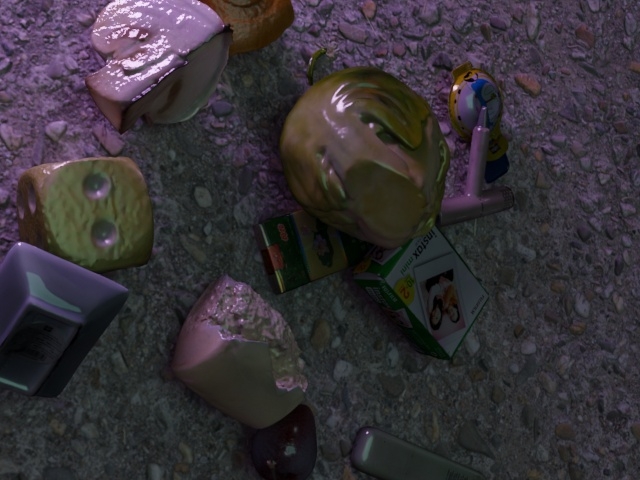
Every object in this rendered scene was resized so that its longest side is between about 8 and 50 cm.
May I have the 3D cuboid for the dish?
[{"bbox_3d":[-0.410,0.140,1.363,0.182,0.080,0.243,27,115,-24],"label":"dish"}]

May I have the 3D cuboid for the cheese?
[{"bbox_3d":[0.328,-0.241,1.921,0.157,0.064,0.250,-34,113,-27],"label":"cheese"}]

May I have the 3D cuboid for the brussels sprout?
[{"bbox_3d":[0.087,-0.153,1.629,0.344,0.344,0.268,-3,127,-30],"label":"brussels sprout"}]

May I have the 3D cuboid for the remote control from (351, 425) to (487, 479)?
[{"bbox_3d":[0.191,0.435,1.779,0.310,0.038,0.090,26,73,-24],"label":"remote control"}]

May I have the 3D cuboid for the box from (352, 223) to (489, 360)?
[{"bbox_3d":[0.187,0.086,1.760,0.250,0.103,0.180,49,63,-28],"label":"box"}]

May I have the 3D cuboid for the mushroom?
[{"bbox_3d":[-0.280,-0.289,1.556,0.236,0.162,0.173,-41,69,-15],"label":"mushroom"}]

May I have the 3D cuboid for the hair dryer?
[{"bbox_3d":[0.294,-0.146,1.860,0.195,0.054,0.220,-16,113,-30],"label":"hair dryer"}]

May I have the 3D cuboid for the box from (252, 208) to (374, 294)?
[{"bbox_3d":[0.000,0.000,1.720,0.235,0.034,0.132,-19,94,-30],"label":"box"}]

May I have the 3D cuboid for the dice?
[{"bbox_3d":[-0.359,-0.031,1.442,0.169,0.166,0.169,-9,89,-30],"label":"dice"}]

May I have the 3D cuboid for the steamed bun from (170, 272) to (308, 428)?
[{"bbox_3d":[-0.111,0.190,1.560,0.225,0.170,0.200,39,62,-22],"label":"steamed bun"}]

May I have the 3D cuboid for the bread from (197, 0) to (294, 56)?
[{"bbox_3d":[-0.161,-0.439,1.630,0.174,0.121,0.245,-33,103,-30],"label":"bread"}]

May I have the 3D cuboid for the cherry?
[{"bbox_3d":[-0.058,0.328,1.575,0.148,0.115,0.188,-42,149,-22],"label":"cherry"}]

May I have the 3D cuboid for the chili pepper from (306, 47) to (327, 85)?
[{"bbox_3d":[-0.009,-0.327,1.763,0.030,0.017,0.083,35,68,-24],"label":"chili pepper"}]
